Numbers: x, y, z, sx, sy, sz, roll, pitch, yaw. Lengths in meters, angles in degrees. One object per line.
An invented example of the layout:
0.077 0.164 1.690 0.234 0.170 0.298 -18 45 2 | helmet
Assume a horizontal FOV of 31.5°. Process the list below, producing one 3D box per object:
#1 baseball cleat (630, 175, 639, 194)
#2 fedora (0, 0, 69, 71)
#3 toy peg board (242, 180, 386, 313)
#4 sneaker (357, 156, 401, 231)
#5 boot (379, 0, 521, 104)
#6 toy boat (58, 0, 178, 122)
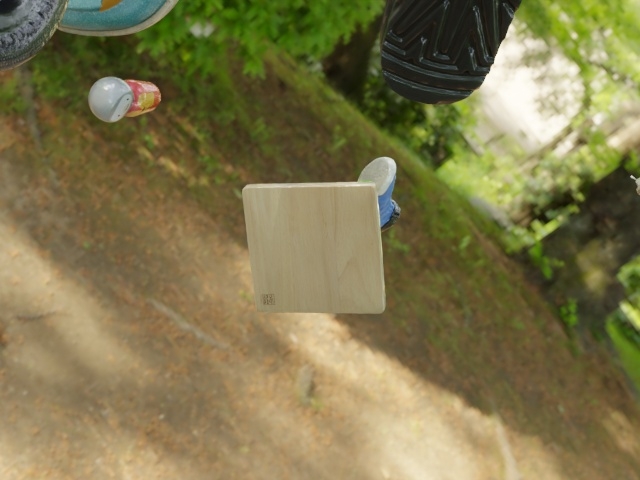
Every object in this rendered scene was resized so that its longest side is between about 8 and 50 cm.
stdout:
0.423 -0.104 1.174 0.109 0.206 0.072 41 23 7 | baseball cleat
-0.424 -0.330 1.250 0.334 0.152 0.334 18 69 -56 | fedora
0.000 0.000 1.383 0.079 0.161 0.161 -55 143 -67 | toy peg board
0.100 -0.071 1.851 0.085 0.152 0.058 0 38 -40 | sneaker
0.134 -0.318 0.990 0.131 0.348 0.260 19 41 -12 | boot
-0.311 -0.338 1.698 0.148 0.267 0.318 -23 105 -66 | toy boat
